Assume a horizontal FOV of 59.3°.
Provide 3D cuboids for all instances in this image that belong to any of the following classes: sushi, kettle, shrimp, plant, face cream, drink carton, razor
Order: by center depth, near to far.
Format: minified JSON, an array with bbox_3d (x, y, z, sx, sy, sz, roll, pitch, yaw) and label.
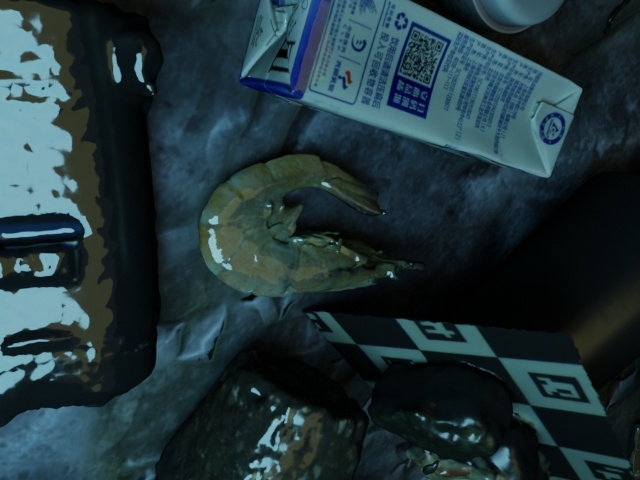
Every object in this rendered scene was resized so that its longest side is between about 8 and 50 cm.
[{"bbox_3d":[-0.218,-0.023,0.437,0.189,0.107,0.327,-2,107,-27],"label":"razor"},{"bbox_3d":[0.093,-0.149,0.544,0.314,0.130,0.107,11,104,-32],"label":"drink carton"},{"bbox_3d":[0.183,-0.269,0.563,0.117,0.104,0.117,-9,111,-25],"label":"face cream"},{"bbox_3d":[-0.091,0.279,0.574,0.194,0.181,0.321,26,90,-32],"label":"plant"},{"bbox_3d":[-0.002,-0.017,0.587,0.254,0.059,0.146,-3,99,-22],"label":"shrimp"},{"bbox_3d":[0.159,0.236,0.613,0.373,0.296,0.100,53,52,-32],"label":"sushi"},{"bbox_3d":[0.305,0.089,0.735,0.308,0.262,0.203,-39,86,-7],"label":"kettle"}]

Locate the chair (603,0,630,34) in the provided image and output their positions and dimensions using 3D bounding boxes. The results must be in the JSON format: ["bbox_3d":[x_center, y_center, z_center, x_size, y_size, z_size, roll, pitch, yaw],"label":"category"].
[{"bbox_3d":[0.426,-0.338,0.635,0.213,0.174,0.149,-34,125,-1],"label":"chair"}]

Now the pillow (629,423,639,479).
[{"bbox_3d":[0.652,0.434,1.099,0.126,0.043,0.233,-17,114,-21],"label":"pillow"}]
